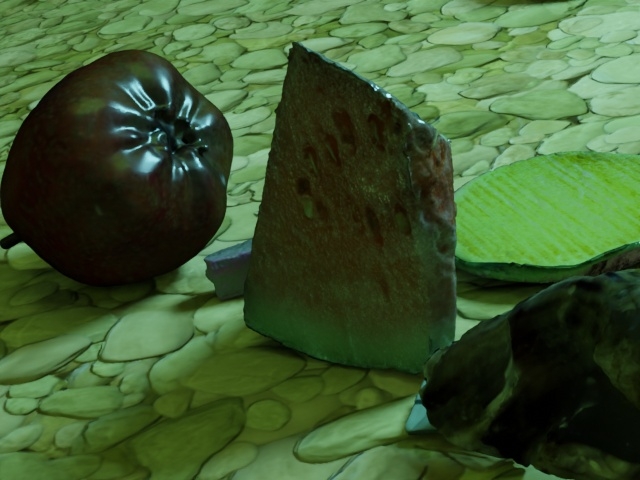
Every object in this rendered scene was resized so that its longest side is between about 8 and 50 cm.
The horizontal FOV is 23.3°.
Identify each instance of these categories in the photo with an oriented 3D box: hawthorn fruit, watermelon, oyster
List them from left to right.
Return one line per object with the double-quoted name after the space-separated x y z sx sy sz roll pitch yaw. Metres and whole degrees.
-0.205 -0.052 1.414 0.248 0.208 0.208 -25 13 35 "hawthorn fruit"
0.034 -0.036 1.178 0.192 0.257 0.140 13 36 27 "watermelon"
0.186 0.096 0.986 0.294 0.166 0.094 -10 -14 28 "oyster"

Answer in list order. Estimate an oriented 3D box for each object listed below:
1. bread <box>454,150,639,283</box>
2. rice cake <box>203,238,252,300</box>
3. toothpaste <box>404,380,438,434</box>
0.206 -0.019 1.332 0.228 0.034 0.228 -11 24 5 "bread"
0.000 0.000 1.344 0.206 0.047 0.036 -18 30 3 "rice cake"
0.165 0.110 1.063 0.218 0.041 0.064 -4 33 24 "toothpaste"
